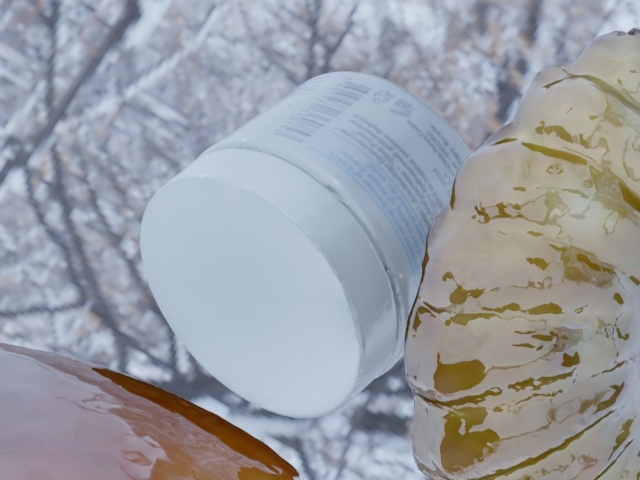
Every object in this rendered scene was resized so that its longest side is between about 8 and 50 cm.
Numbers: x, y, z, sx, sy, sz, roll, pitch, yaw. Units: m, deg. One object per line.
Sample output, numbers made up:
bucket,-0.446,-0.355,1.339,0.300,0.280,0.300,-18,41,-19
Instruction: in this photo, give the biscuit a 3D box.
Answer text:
biscuit,0.190,0.044,0.940,0.107,0.326,0.325,25,-97,48

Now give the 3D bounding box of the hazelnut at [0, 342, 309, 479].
hazelnut,-0.143,0.220,0.738,0.372,0.372,0.315,-59,175,0

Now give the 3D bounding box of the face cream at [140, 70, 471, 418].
face cream,0.000,0.000,1.060,0.153,0.177,0.177,-40,180,-40
